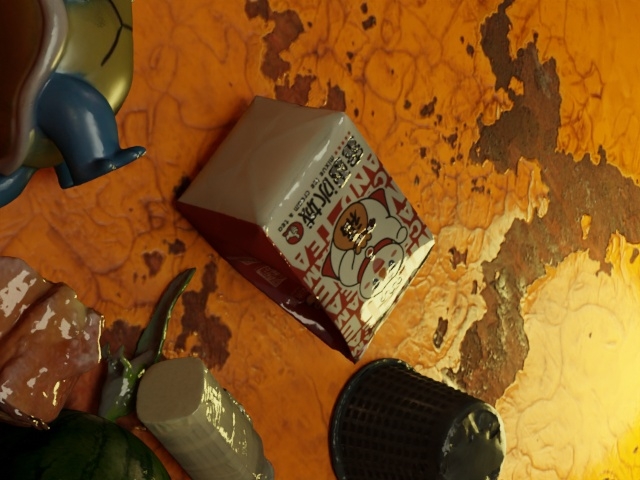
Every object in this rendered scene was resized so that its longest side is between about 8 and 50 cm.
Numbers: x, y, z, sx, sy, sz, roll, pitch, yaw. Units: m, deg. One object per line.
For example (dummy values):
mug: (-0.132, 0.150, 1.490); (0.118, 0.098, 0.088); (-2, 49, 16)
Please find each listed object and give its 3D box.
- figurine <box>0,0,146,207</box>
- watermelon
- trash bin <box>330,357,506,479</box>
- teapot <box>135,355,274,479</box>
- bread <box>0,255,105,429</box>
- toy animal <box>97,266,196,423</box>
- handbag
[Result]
figurine: (-0.238, -0.168, 1.137); (0.243, 0.298, 0.416); (26, 86, -5)
watermelon: (-0.236, 0.270, 1.162); (0.242, 0.242, 0.242); (-6, 99, -42)
trash bin: (0.125, 0.233, 1.547); (0.175, 0.161, 0.176); (-4, 96, -43)
teapot: (-0.113, 0.192, 1.361); (0.200, 0.077, 0.107); (61, 23, -46)
bread: (-0.291, 0.080, 1.094); (0.123, 0.244, 0.190); (-64, 146, -22)
toy animal: (-0.187, 0.109, 1.319); (0.075, 0.041, 0.217); (47, 61, -53)
handbag: (0.000, 0.000, 1.422); (0.171, 0.151, 0.298); (-55, 135, -19)
